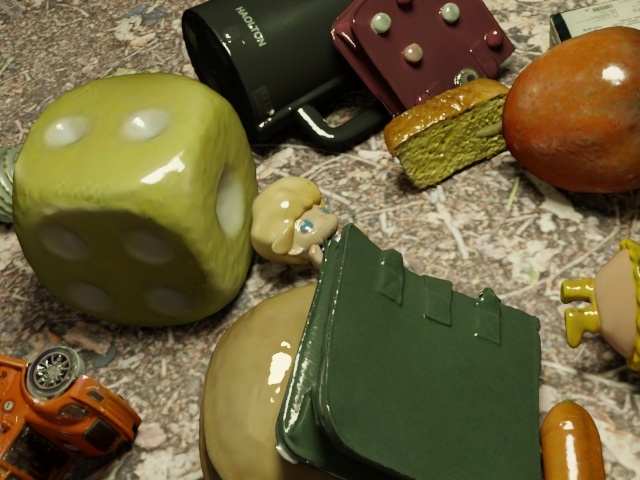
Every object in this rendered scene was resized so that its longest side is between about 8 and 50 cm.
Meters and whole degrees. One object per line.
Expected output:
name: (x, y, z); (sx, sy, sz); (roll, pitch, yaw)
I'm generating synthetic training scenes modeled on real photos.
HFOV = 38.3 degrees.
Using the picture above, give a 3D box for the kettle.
kettle: (-0.004, -0.283, 1.313); (0.308, 0.203, 0.262); (-30, 45, -16)

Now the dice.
dice: (-0.217, -0.046, 1.122); (0.233, 0.238, 0.227); (-2, 47, 15)

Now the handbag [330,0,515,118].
handbag: (0.144, -0.270, 1.253); (0.203, 0.216, 0.074); (-46, 15, -19)

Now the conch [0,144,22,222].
conch: (-0.447, -0.088, 1.324); (0.153, 0.102, 0.135); (0, 34, 16)

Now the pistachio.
pistachio: (-0.030, 0.162, 0.937); (0.181, 0.162, 0.293); (21, 48, -7)

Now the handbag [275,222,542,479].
handbag: (0.097, 0.130, 0.888); (0.247, 0.079, 0.260); (28, 46, -18)

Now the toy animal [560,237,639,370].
toy animal: (0.363, 0.061, 0.935); (0.230, 0.156, 0.156); (-8, 47, 12)

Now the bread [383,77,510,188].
bread: (0.167, -0.139, 1.196); (0.187, 0.103, 0.065); (-30, 48, -10)

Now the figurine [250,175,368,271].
figurine: (0.000, 0.000, 1.118); (0.196, 0.108, 0.114); (30, 65, 28)

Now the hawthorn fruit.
hawthorn fruit: (0.310, -0.147, 1.117); (0.251, 0.199, 0.199); (-8, 45, 30)

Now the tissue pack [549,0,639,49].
tissue pack: (0.408, -0.274, 1.262); (0.170, 0.090, 0.103); (-11, 46, 7)

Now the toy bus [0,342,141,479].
toy bus: (-0.372, 0.189, 1.023); (0.329, 0.143, 0.153); (9, 61, 21)

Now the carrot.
carrot: (0.224, 0.265, 0.845); (0.066, 0.062, 0.271); (22, 54, -9)
